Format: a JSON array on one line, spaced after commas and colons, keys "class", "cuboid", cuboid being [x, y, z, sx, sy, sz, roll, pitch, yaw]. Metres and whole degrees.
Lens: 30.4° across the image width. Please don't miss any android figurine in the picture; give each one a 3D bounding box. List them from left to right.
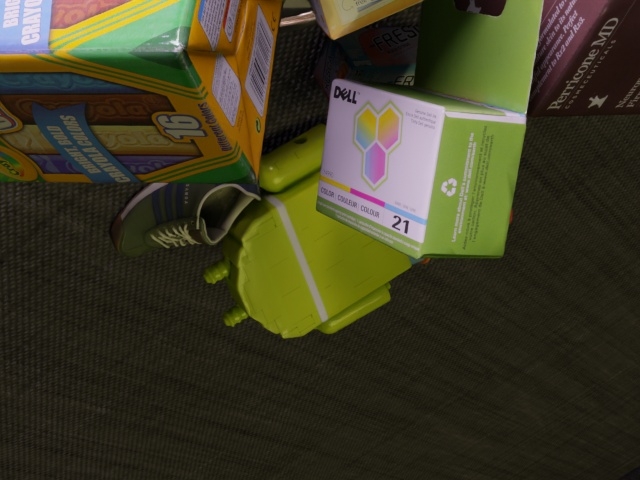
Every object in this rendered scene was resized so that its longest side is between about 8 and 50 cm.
[{"class": "android figurine", "cuboid": [0.000, 0.000, 1.302, 0.272, 0.056, 0.248, -32, 126, -13]}]

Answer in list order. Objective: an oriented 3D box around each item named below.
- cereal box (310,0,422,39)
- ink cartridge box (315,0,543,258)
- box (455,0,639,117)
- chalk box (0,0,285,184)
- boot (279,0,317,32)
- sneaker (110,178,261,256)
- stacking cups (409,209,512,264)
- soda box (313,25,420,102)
[{"class": "cereal box", "cuboid": [0.049, -0.299, 0.932, 0.173, 0.047, 0.240, -24, 129, -7]}, {"class": "ink cartridge box", "cuboid": [0.094, -0.129, 1.059, 0.097, 0.188, 0.255, 0, 104, -30]}, {"class": "box", "cuboid": [0.279, -0.236, 1.154, 0.203, 0.167, 0.168, -6, 143, -31]}, {"class": "chalk box", "cuboid": [-0.191, -0.157, 0.849, 0.288, 0.180, 0.179, 1, 154, 13]}, {"class": "boot", "cuboid": [-0.048, -0.240, 0.994, 0.197, 0.077, 0.137, -31, 144, 4]}, {"class": "sneaker", "cuboid": [-0.138, -0.025, 1.226, 0.192, 0.086, 0.064, -39, 147, 19]}, {"class": "stacking cups", "cuboid": [0.090, 0.005, 1.437, 0.316, 0.096, 0.096, -16, 148, -17]}, {"class": "soda box", "cuboid": [0.089, -0.178, 1.201, 0.183, 0.058, 0.063, -8, 144, -30]}]
